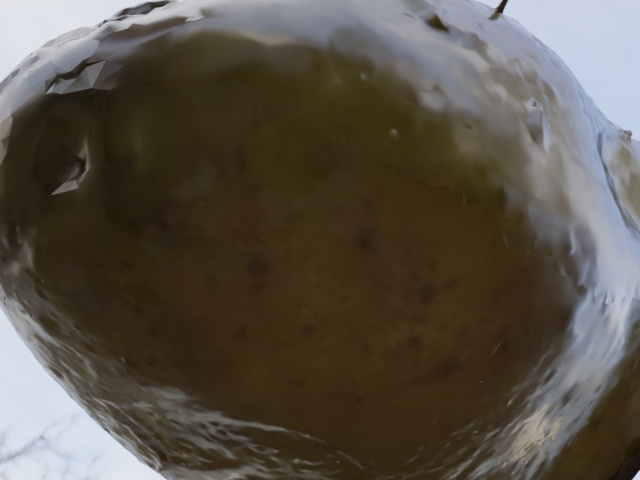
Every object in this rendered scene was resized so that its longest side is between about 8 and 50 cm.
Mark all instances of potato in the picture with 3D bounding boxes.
[{"bbox_3d":[0.000,0.000,0.491,0.229,0.229,0.266,-8,-28,29],"label":"potato"}]
